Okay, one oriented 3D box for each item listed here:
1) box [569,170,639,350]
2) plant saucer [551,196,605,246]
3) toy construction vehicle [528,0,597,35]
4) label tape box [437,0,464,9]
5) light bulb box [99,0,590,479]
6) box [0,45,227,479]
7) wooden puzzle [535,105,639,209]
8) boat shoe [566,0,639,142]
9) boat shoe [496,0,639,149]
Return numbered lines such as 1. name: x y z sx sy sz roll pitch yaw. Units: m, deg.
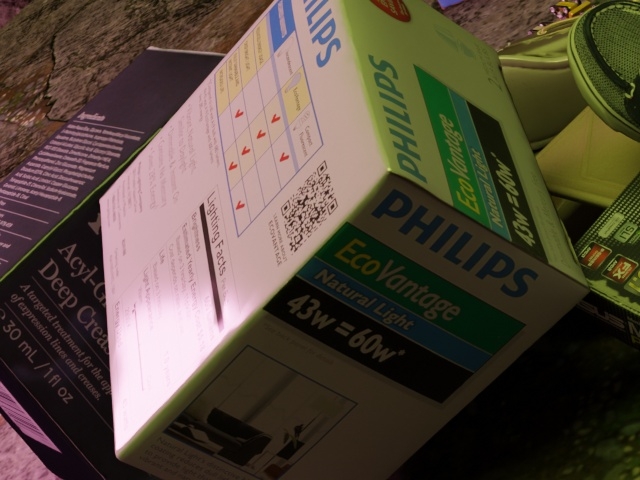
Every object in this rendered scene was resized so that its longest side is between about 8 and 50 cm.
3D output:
1. box: 0.360 -0.005 1.454 0.216 0.060 0.270 30 66 35
2. plant saucer: 0.311 -0.039 1.667 0.311 0.050 0.310 -28 28 16
3. toy construction vehicle: 0.293 -0.248 2.052 0.086 0.035 0.098 -36 27 -26
4. label tape box: 0.247 -0.455 2.200 0.334 0.240 0.106 -15 34 35
5. light bulb box: 0.000 0.000 1.545 0.361 0.225 0.358 -46 33 26
6. box: -0.190 0.034 1.861 0.395 0.293 0.212 -46 29 -19
7. wooden puzzle: 0.320 -0.100 1.666 0.239 0.044 0.221 -39 27 -17
8. boat shoe: 0.316 -0.135 1.429 0.127 0.158 0.340 -34 50 -12
9. boat shoe: 0.265 -0.182 1.885 0.324 0.116 0.096 -16 28 27
